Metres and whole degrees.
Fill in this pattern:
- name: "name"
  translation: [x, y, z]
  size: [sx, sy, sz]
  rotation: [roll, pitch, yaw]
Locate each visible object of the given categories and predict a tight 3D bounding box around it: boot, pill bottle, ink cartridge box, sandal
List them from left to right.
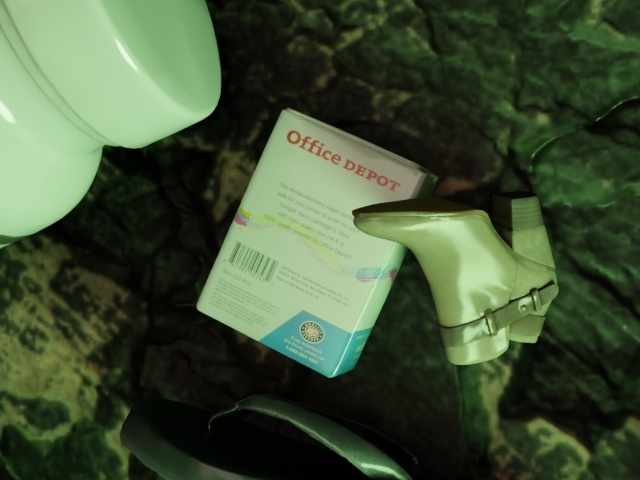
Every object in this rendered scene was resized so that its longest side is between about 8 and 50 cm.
- name: "pill bottle"
  translation: [-0.251, -0.076, 0.684]
  size: [0.363, 0.210, 0.210]
  rotation: [-22, 83, 15]
- name: "ink cartridge box"
  translation: [0.000, 0.000, 0.687]
  size: [0.088, 0.052, 0.122]
  rotation: [26, 98, 15]
- name: "sandal"
  translation: [0.022, 0.120, 0.663]
  size: [0.254, 0.097, 0.054]
  rotation: [15, 95, 6]
- name: "boot"
  translation: [0.071, 0.021, 0.643]
  size: [0.118, 0.042, 0.087]
  rotation: [-4, 105, -20]
